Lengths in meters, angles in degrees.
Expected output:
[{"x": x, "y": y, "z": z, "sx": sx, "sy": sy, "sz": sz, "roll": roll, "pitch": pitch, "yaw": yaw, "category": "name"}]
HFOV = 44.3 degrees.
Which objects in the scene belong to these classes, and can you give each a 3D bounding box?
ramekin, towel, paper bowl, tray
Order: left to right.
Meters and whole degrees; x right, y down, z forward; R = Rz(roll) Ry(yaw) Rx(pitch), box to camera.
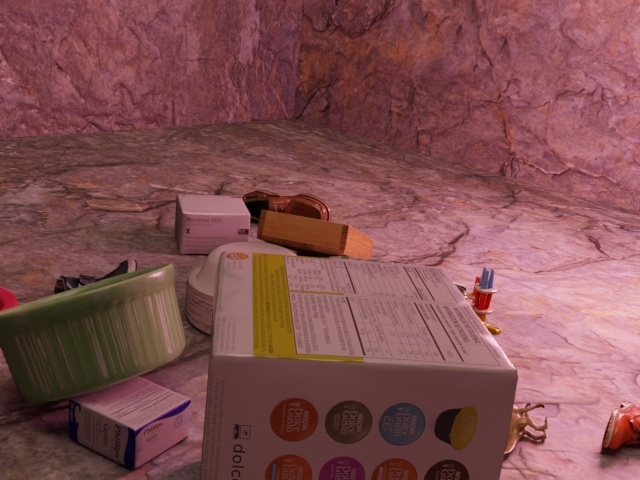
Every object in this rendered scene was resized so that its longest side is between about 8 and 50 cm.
[{"x": -0.369, "y": 0.150, "z": 1.283, "sx": 0.304, "sy": 0.148, "sz": 0.303, "roll": -16, "pitch": 4, "yaw": 1, "category": "ramekin"}, {"x": -0.144, "y": 0.096, "z": 1.679, "sx": 0.284, "sy": 0.148, "sz": 0.284, "roll": 5, "pitch": 18, "yaw": -1, "category": "paper bowl"}, {"x": 0.000, "y": 0.000, "z": 1.923, "sx": 0.203, "sy": 0.076, "sz": 0.411, "roll": 10, "pitch": -4, "yaw": 12, "category": "tray"}, {"x": 0.137, "y": 0.080, "z": 1.735, "sx": 0.248, "sy": 0.038, "sz": 0.325, "roll": 18, "pitch": -7, "yaw": -28, "category": "towel"}]

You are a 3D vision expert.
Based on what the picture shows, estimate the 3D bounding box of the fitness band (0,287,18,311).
[{"x": -0.700, "y": 0.153, "z": 1.473, "sx": 0.209, "sy": 0.054, "sz": 0.291, "roll": 11, "pitch": 19, "yaw": 6, "category": "fitness band"}]

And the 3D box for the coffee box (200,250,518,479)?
[{"x": 0.020, "y": 0.233, "z": 1.007, "sx": 0.335, "sy": 0.337, "sz": 0.338, "roll": 4, "pitch": 17, "yaw": -7, "category": "coffee box"}]

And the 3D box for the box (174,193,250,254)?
[{"x": -0.292, "y": -0.044, "z": 2.097, "sx": 0.181, "sy": 0.119, "sz": 0.182, "roll": 1, "pitch": 19, "yaw": -15, "category": "box"}]

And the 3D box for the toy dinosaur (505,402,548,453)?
[{"x": 0.338, "y": 0.320, "z": 1.341, "sx": 0.093, "sy": 0.053, "sz": 0.183, "roll": -2, "pitch": 27, "yaw": 11, "category": "toy dinosaur"}]

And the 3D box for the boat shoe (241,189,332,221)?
[{"x": -0.114, "y": -0.080, "z": 2.313, "sx": 0.307, "sy": 0.110, "sz": 0.104, "roll": 7, "pitch": 19, "yaw": 35, "category": "boat shoe"}]

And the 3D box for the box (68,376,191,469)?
[{"x": -0.291, "y": 0.273, "z": 1.204, "sx": 0.137, "sy": 0.072, "sz": 0.126, "roll": 16, "pitch": 19, "yaw": 28, "category": "box"}]

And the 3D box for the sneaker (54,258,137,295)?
[{"x": -0.474, "y": 0.094, "z": 1.666, "sx": 0.164, "sy": 0.086, "sz": 0.226, "roll": 5, "pitch": 19, "yaw": -13, "category": "sneaker"}]

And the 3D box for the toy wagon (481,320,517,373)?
[{"x": 0.241, "y": 0.232, "z": 1.522, "sx": 0.267, "sy": 0.068, "sz": 0.344, "roll": 21, "pitch": 22, "yaw": 36, "category": "toy wagon"}]

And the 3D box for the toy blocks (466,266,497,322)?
[{"x": 0.363, "y": 0.121, "z": 1.771, "sx": 0.054, "sy": 0.148, "sz": 0.123, "roll": 8, "pitch": 18, "yaw": 3, "category": "toy blocks"}]

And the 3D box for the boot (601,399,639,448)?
[{"x": 0.541, "y": 0.327, "z": 1.354, "sx": 0.085, "sy": 0.059, "sz": 0.158, "roll": 25, "pitch": 24, "yaw": 33, "category": "boot"}]
